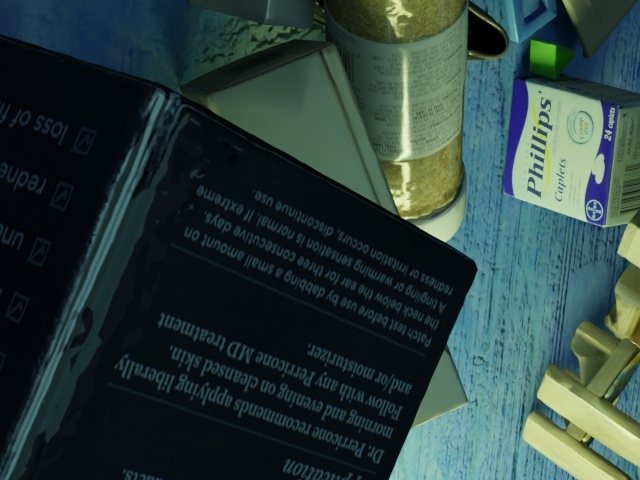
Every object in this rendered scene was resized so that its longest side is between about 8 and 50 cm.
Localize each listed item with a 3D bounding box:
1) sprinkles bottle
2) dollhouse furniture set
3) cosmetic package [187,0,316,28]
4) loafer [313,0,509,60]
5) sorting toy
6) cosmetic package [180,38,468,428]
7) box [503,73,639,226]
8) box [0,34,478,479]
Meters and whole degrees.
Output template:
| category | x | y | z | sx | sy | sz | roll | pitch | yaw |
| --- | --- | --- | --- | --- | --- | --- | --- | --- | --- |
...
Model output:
| category | x | y | z | sx | sy | sz | roll | pitch | yaw |
| --- | --- | --- | --- | --- | --- | --- | --- | --- | --- |
| sprinkles bottle | 0.065 | -0.139 | 1.436 | 0.121 | 0.121 | 0.355 | -41 | 149 | -26 |
| dollhouse furniture set | 0.429 | 0.079 | 1.745 | 0.362 | 0.256 | 0.394 | -50 | 164 | -20 |
| cosmetic package | -0.038 | -0.296 | 1.371 | 0.060 | 0.099 | 0.239 | -3 | 108 | -47 |
| loafer | 0.067 | -0.218 | 1.512 | 0.267 | 0.084 | 0.096 | 15 | 94 | -46 |
| sorting toy | 0.284 | -0.311 | 1.723 | 0.347 | 0.047 | 0.196 | -49 | 137 | -20 |
| cosmetic package | 0.000 | 0.000 | 1.392 | 0.113 | 0.160 | 0.309 | -24 | 103 | -8 |
| box | 0.258 | -0.092 | 1.709 | 0.072 | 0.137 | 0.126 | -11 | 112 | -41 |
| box | -0.238 | 0.123 | 1.052 | 0.297 | 0.480 | 0.471 | 28 | 85 | -47 |
